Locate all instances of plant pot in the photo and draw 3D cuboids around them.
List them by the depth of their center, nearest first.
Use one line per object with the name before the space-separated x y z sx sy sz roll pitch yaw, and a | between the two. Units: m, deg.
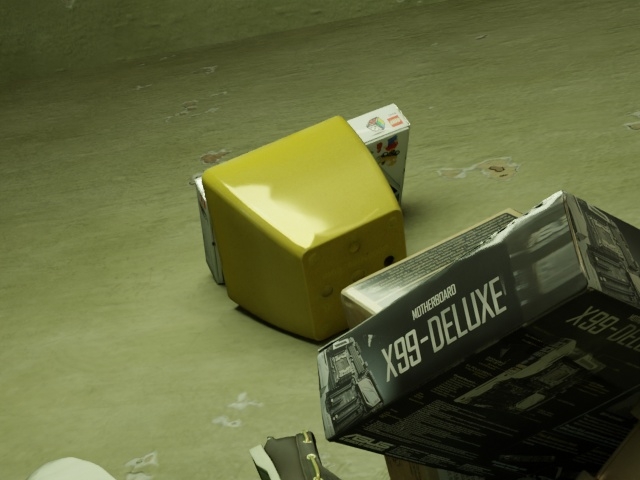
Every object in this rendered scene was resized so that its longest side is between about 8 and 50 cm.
plant pot | 0.000 0.000 1.342 0.212 0.212 0.187 -25 38 -20

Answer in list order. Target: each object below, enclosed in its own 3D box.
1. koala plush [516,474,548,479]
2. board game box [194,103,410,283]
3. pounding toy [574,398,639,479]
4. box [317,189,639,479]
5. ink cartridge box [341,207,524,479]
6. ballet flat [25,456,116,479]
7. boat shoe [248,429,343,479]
koala plush | 0.144 0.266 0.716 0.196 0.203 0.221 -58 20 -3
board game box | -0.022 -0.063 1.494 0.305 0.193 0.053 -22 58 -16
pounding toy | 0.318 0.190 0.714 0.155 0.269 0.154 -52 10 1
box | 0.191 0.101 0.769 0.242 0.307 0.076 -39 43 39
ink cartridge box | 0.141 0.117 0.953 0.193 0.234 0.088 -25 26 -19
ballet flat | -0.191 0.285 0.883 0.139 0.139 0.400 -31 31 -31
boat shoe | -0.003 0.237 0.962 0.069 0.081 0.228 -25 23 -11
